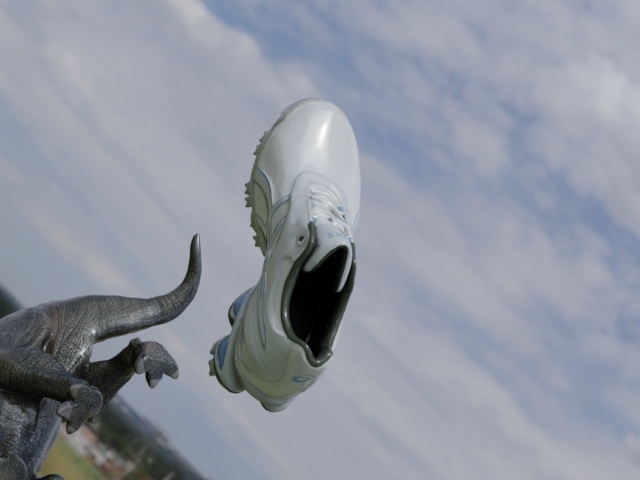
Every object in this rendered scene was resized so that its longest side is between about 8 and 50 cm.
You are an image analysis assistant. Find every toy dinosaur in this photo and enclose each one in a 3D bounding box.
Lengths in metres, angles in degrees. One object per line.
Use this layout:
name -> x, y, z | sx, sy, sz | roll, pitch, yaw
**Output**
toy dinosaur -> -0.191, 0.105, 0.826 | 0.160, 0.313, 0.121 | 14, -20, 40

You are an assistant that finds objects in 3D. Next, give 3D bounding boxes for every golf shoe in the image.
golf shoe -> 0.000, 0.000, 0.686 | 0.069, 0.176, 0.086 | 19, -23, -25
